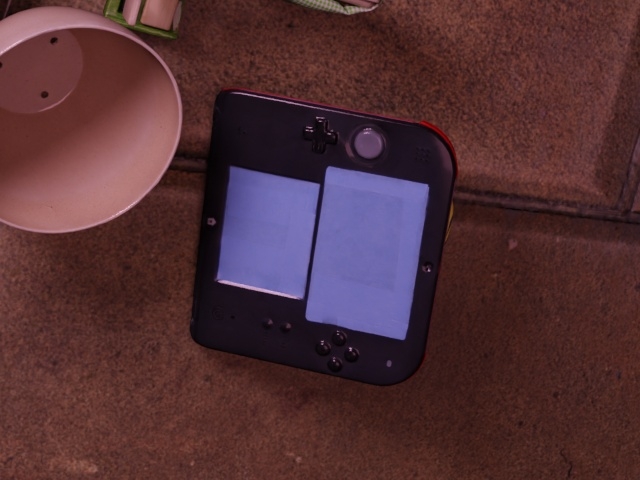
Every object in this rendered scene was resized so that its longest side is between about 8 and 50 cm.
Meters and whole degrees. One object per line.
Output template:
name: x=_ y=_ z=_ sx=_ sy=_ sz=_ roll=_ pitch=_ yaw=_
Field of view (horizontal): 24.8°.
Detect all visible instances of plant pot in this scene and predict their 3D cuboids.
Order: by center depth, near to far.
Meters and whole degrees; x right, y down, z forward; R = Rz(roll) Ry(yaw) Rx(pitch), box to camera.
plant pot: x=-0.335 y=-0.177 z=1.812 sx=0.284 sy=0.191 sz=0.284 roll=-14 pitch=127 yaw=-19

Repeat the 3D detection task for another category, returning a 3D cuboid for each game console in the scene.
game console: x=0.000 y=0.000 z=2.002 sx=0.342 sy=0.060 sz=0.387 roll=10 pitch=109 yaw=5

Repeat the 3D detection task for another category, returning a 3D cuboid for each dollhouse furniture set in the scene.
dollhouse furniture set: x=-0.100 y=-0.298 z=1.841 sx=0.301 sy=0.197 sz=0.151 roll=13 pitch=106 yaw=-20

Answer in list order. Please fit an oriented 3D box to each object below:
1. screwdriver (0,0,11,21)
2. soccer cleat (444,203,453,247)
screwdriver: x=-0.399 y=-0.290 z=1.856 sx=0.025 sy=0.024 sz=0.170 roll=29 pitch=101 yaw=5
soccer cleat: x=0.137 y=0.049 z=2.094 sx=0.093 sy=0.121 sz=0.289 roll=11 pitch=108 yaw=-21
